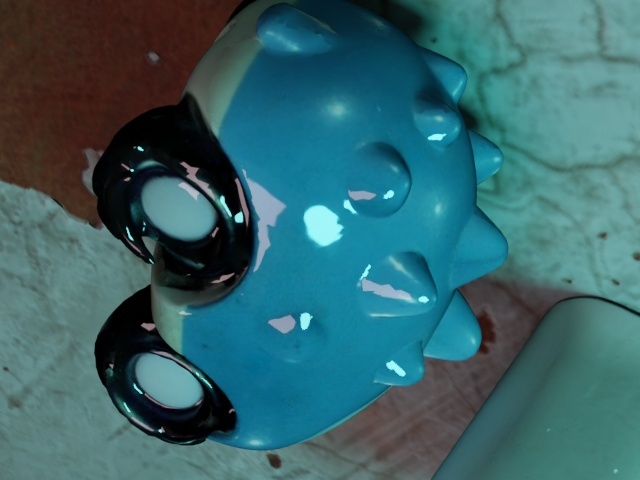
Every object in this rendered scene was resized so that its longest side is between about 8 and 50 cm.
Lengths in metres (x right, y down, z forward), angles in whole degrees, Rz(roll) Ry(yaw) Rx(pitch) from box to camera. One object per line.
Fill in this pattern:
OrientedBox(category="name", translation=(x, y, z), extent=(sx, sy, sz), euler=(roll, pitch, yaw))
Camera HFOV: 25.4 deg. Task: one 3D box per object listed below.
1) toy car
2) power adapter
OrientedBox(category="toy car", translation=(0.000, 0.000, 0.739), extent=(0.190, 0.188, 0.255), euler=(20, 131, 11))
OrientedBox(category="power adapter", translation=(0.107, 0.176, 0.757), extent=(0.124, 0.255, 0.187), euler=(27, 135, 17))
